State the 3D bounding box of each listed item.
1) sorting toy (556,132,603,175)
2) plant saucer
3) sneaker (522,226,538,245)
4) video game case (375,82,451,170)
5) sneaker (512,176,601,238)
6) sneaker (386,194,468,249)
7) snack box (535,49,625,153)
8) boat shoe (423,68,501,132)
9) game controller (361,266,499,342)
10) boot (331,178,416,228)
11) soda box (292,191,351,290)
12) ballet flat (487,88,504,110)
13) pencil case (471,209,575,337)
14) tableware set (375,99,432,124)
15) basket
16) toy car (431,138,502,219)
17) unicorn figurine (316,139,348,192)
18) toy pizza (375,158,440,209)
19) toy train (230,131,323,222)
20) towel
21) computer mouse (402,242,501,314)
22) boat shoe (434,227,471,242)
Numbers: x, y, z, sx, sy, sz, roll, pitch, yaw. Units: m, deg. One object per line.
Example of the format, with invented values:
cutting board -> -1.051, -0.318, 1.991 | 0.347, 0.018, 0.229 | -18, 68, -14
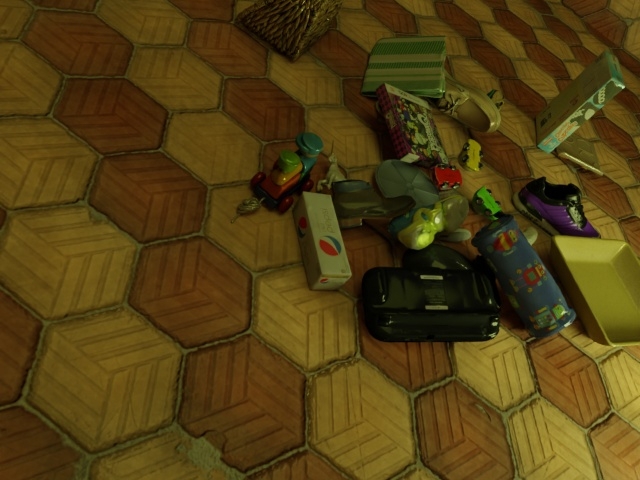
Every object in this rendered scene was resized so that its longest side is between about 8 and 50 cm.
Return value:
sorting toy -> 0.920, -0.330, 1.995 | 0.192, 0.038, 0.208 | 23, 43, -12
plant saucer -> 0.797, 0.149, 1.521 | 0.332, 0.081, 0.333 | 3, 54, -27
sneaker -> 0.553, 0.001, 1.518 | 0.061, 0.054, 0.152 | 37, 47, 5
video game case -> 0.262, -0.313, 1.547 | 0.210, 0.041, 0.232 | 7, 61, -44
sneaker -> 0.726, -0.086, 1.617 | 0.293, 0.146, 0.102 | 31, 47, -4
sneaker -> 0.256, -0.061, 1.344 | 0.240, 0.091, 0.126 | -25, 34, -38
snack box -> 0.867, -0.465, 1.867 | 0.060, 0.322, 0.187 | 28, 47, -11
boat shoe -> 0.412, -0.443, 1.746 | 0.110, 0.122, 0.341 | -33, 64, -34
game controller -> 0.244, 0.137, 1.200 | 0.318, 0.067, 0.167 | 3, 57, -18
boot -> 0.123, -0.102, 1.283 | 0.219, 0.082, 0.106 | -15, 106, -21
soda box -> 0.000, 0.000, 1.197 | 0.073, 0.069, 0.216 | 4, 54, -26
ballet flat -> 0.567, -0.448, 1.860 | 0.073, 0.080, 0.232 | 53, 48, -5
pencil case -> 0.478, 0.083, 1.322 | 0.119, 0.133, 0.306 | -34, 93, -10
tableware set -> 0.257, -0.387, 1.661 | 0.194, 0.039, 0.128 | 13, 50, -20
basket -> -0.070, -0.713, 1.610 | 0.223, 0.213, 0.299 | 35, 46, -2
toy car -> 0.420, -0.147, 1.538 | 0.239, 0.053, 0.225 | -39, 93, -36
unicorn figurine -> 0.042, -0.146, 1.349 | 0.162, 0.060, 0.111 | 48, 45, -11
toy pizza -> 0.228, -0.132, 1.452 | 0.201, 0.032, 0.201 | 17, 47, -19
toy train -> -0.091, -0.136, 1.199 | 0.105, 0.143, 0.248 | 41, 46, 6
towel -> 0.270, -0.549, 1.728 | 0.247, 0.038, 0.325 | 3, 49, 12
computer mouse -> 0.327, 0.069, 1.325 | 0.272, 0.072, 0.189 | 16, 50, -18
boat shoe -> 0.323, -0.025, 1.413 | 0.142, 0.049, 0.040 | 4, 54, -24
